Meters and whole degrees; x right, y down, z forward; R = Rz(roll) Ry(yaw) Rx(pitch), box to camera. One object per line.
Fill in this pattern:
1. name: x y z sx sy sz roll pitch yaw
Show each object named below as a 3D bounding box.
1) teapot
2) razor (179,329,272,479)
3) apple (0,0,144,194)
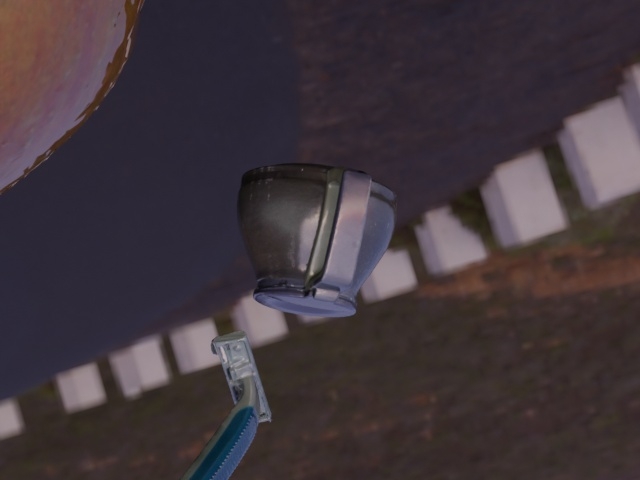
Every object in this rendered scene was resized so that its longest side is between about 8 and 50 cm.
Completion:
1. teapot: 0.000 0.000 0.644 0.066 0.057 0.088 10 167 -16
2. razor: -0.077 0.135 0.852 0.037 0.068 0.191 9 -137 29
3. apple: -0.285 -0.189 0.925 0.333 0.400 0.400 -27 173 28
